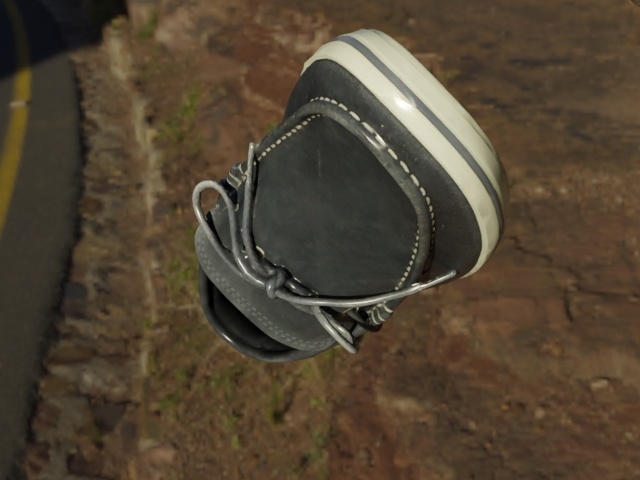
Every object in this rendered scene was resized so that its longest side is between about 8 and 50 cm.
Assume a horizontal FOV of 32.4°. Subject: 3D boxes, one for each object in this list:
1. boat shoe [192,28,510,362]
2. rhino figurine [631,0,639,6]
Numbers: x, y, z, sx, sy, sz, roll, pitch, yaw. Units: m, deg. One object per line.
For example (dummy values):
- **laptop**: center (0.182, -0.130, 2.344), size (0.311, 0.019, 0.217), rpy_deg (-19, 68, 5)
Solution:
- **boat shoe**: center (0.000, 0.000, 0.845), size (0.156, 0.187, 0.500), rpy_deg (-43, -1, -19)
- **rhino figurine**: center (0.246, -0.174, 0.541), size (0.243, 0.073, 0.106), rpy_deg (-29, 41, -16)
